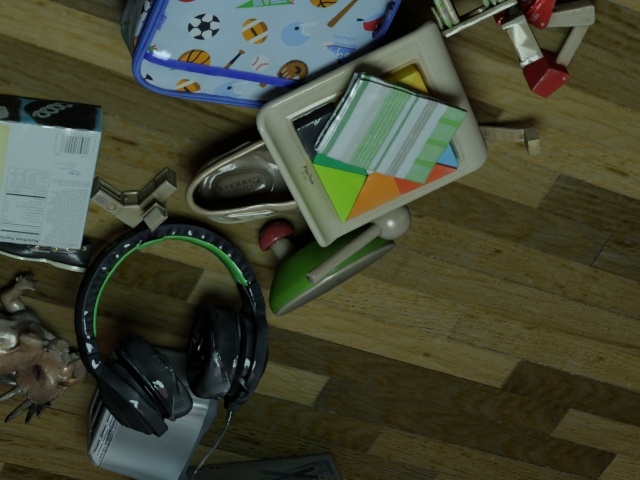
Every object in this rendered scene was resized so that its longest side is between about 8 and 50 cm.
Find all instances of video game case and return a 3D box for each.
[{"bbox_3d":[-0.113,0.362,2.272,0.300,0.329,0.036,-5,98,-6],"label":"video game case"}]

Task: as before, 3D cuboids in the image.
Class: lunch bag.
[{"bbox_3d":[-0.063,-0.253,1.861,0.303,0.115,0.243,8,128,-28],"label":"lunch bag"}]

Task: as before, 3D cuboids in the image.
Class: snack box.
[{"bbox_3d":[-0.438,-0.091,1.989,0.322,0.060,0.187,6,128,-14],"label":"snack box"}]

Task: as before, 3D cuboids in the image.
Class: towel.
[{"bbox_3d":[0.080,-0.128,1.878,0.152,0.023,0.113,15,121,-29],"label":"towel"}]

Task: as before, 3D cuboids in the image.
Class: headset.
[{"bbox_3d":[-0.163,0.173,2.094,0.243,0.185,0.394,-19,101,-19],"label":"headset"}]

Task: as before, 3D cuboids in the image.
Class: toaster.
[{"bbox_3d":[-0.231,0.233,2.251,0.146,0.129,0.227,14,125,-17],"label":"toaster"}]

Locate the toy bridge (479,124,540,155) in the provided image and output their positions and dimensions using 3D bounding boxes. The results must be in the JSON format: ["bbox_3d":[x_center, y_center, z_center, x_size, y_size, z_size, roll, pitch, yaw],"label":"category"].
[{"bbox_3d":[0.179,-0.117,2.068,0.188,0.063,0.026,-12,130,2],"label":"toy bridge"}]

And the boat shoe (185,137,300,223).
[{"bbox_3d":[0.001,-0.093,1.999,0.341,0.110,0.121,-21,91,9],"label":"boat shoe"}]

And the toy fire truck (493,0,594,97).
[{"bbox_3d":[0.281,-0.275,1.964,0.135,0.047,0.192,25,121,-27],"label":"toy fire truck"}]

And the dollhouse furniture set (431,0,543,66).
[{"bbox_3d":[0.169,-0.259,1.844,0.101,0.161,0.182,-25,102,12],"label":"dollhouse furniture set"}]

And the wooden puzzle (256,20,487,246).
[{"bbox_3d":[0.068,-0.117,1.915,0.239,0.044,0.221,-29,129,-1],"label":"wooden puzzle"}]

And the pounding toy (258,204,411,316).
[{"bbox_3d":[0.000,0.000,2.098,0.183,0.110,0.237,-29,174,-23],"label":"pounding toy"}]

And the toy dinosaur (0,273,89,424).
[{"bbox_3d":[-0.437,0.145,2.152,0.296,0.127,0.200,14,133,-13],"label":"toy dinosaur"}]

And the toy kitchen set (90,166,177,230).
[{"bbox_3d":[-0.232,-0.056,2.047,0.083,0.068,0.075,-40,124,22],"label":"toy kitchen set"}]

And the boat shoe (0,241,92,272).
[{"bbox_3d":[-0.360,0.008,2.099,0.133,0.049,0.042,10,99,-9],"label":"boat shoe"}]
